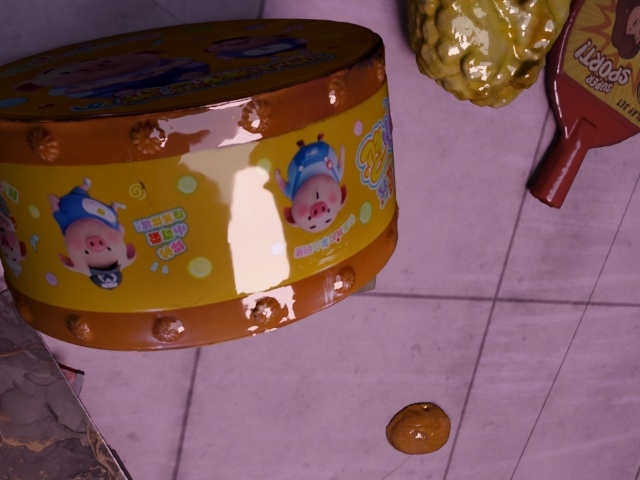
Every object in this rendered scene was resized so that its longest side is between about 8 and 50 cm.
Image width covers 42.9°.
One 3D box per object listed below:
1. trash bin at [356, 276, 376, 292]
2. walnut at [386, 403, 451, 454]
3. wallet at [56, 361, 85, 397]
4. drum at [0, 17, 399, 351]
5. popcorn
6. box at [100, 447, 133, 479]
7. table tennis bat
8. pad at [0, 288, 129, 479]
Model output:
[{"bbox_3d":[0.054,0.022,1.164,0.043,0.061,0.092,-9,115,-24],"label":"trash bin"},{"bbox_3d":[0.170,0.320,1.342,0.121,0.052,0.091,0,112,-24],"label":"walnut"},{"bbox_3d":[-0.371,0.240,1.034,0.103,0.020,0.197,18,102,-2],"label":"wallet"},{"bbox_3d":[-0.128,-0.083,0.826,0.431,0.431,0.214,-16,115,-21],"label":"drum"},{"bbox_3d":[0.216,-0.327,1.051,0.225,0.174,0.286,26,95,-24],"label":"popcorn"},{"bbox_3d":[-0.299,0.318,1.070,0.069,0.122,0.084,30,96,-44],"label":"box"},{"bbox_3d":[0.441,-0.245,1.268,0.268,0.051,0.415,25,94,-32],"label":"table tennis bat"},{"bbox_3d":[-0.385,0.269,0.978,0.247,0.007,0.368,-27,101,-3],"label":"pad"}]
